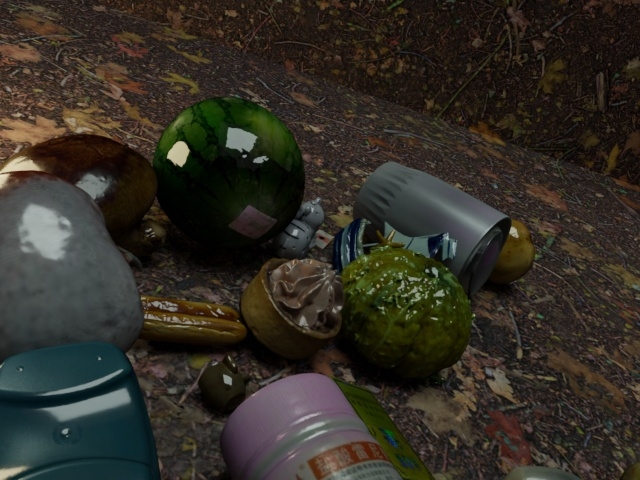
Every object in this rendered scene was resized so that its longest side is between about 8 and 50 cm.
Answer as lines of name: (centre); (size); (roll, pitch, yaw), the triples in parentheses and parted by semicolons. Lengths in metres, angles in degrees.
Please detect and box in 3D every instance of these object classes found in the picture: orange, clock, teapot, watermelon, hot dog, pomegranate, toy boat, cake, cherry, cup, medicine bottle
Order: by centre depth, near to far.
medicine bottle: (0.014, 0.352, 0.828); (0.202, 0.202, 0.316); (0, 36, -36)
cherry: (-0.421, 0.078, 0.910); (0.326, 0.291, 0.335); (37, 67, -6)
teapot: (-0.144, 0.233, 1.055); (0.080, 0.085, 0.110); (44, 15, 32)
hot dog: (-0.251, 0.149, 1.127); (0.249, 0.068, 0.100); (11, 17, -25)
cake: (-0.036, 0.104, 1.195); (0.185, 0.178, 0.208); (34, 17, -16)
orange: (0.177, 0.133, 1.305); (0.300, 0.223, 0.301); (21, 27, -15)
watermelon: (-0.204, -0.150, 1.400); (0.363, 0.363, 0.363); (17, 29, -10)
toy boat: (0.177, 0.033, 1.497); (0.291, 0.067, 0.221); (-5, 59, 10)
clock: (-0.049, -0.029, 1.512); (0.080, 0.117, 0.176); (26, 35, 13)
cup: (0.285, -0.034, 1.632); (0.371, 0.253, 0.253); (37, 31, 27)
pomegranate: (0.488, 0.034, 1.748); (0.196, 0.196, 0.196); (17, 29, -10)

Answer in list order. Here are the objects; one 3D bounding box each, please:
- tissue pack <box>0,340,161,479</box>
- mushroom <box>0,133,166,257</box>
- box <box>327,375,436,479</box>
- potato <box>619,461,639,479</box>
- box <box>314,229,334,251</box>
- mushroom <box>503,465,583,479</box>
tissue pack: (-0.294, 0.281, 0.742); (0.198, 0.206, 0.287); (-5, 36, -26)
mushroom: (-0.483, -0.092, 1.229); (0.345, 0.239, 0.345); (8, 6, -1)
box: (0.086, 0.327, 1.015); (0.141, 0.064, 0.220); (34, 11, -49)
potato: (0.524, 0.491, 0.894); (0.218, 0.202, 0.351); (6, 64, -55)
box: (0.000, 0.000, 1.619); (0.046, 0.012, 0.083); (27, 29, 10)
mushroom: (0.445, 0.472, 1.048); (0.328, 0.122, 0.159); (15, 65, -12)
